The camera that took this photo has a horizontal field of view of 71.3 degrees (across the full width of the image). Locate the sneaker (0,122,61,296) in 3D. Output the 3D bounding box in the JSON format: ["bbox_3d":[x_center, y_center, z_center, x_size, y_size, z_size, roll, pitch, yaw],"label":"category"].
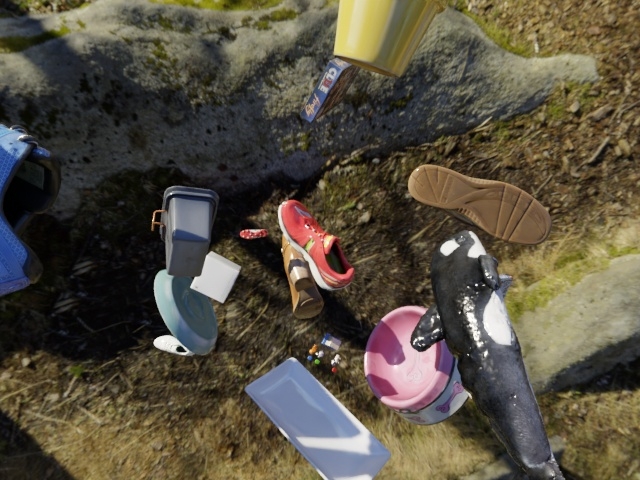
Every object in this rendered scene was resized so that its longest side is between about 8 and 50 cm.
[{"bbox_3d":[-0.350,-0.077,0.454,0.147,0.130,0.330,-11,64,-28],"label":"sneaker"}]

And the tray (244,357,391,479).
[{"bbox_3d":[-0.009,0.345,0.832,0.270,0.145,0.030,39,124,23],"label":"tray"}]

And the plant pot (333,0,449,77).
[{"bbox_3d":[0.140,-0.505,0.987,0.254,0.254,0.239,20,107,1],"label":"plant pot"}]

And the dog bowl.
[{"bbox_3d":[0.321,0.408,1.532,0.150,0.408,0.408,28,87,-34],"label":"dog bowl"}]

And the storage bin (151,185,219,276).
[{"bbox_3d":[-0.218,-0.007,0.713,0.098,0.135,0.091,5,50,-21],"label":"storage bin"}]

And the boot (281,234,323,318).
[{"bbox_3d":[-0.076,0.122,1.531,0.109,0.283,0.220,-19,49,-2],"label":"boot"}]

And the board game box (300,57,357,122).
[{"bbox_3d":[0.041,-0.432,1.236,0.042,0.243,0.165,36,126,0],"label":"board game box"}]

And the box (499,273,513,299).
[{"bbox_3d":[0.573,0.178,1.471,0.094,0.027,0.137,-2,117,-29],"label":"box"}]

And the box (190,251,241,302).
[{"bbox_3d":[-0.287,0.100,1.236,0.102,0.087,0.101,28,93,-7],"label":"box"}]

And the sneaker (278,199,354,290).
[{"bbox_3d":[0.000,0.000,1.178,0.107,0.118,0.279,-38,94,-35],"label":"sneaker"}]

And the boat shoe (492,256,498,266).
[{"bbox_3d":[0.517,0.119,1.494,0.228,0.076,0.080,-18,110,-19],"label":"boat shoe"}]

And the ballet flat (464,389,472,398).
[{"bbox_3d":[0.337,0.328,0.917,0.041,0.041,0.114,-42,61,-2],"label":"ballet flat"}]

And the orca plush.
[{"bbox_3d":[0.151,0.117,0.476,0.102,0.151,0.287,-14,64,12],"label":"orca plush"}]

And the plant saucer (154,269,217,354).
[{"bbox_3d":[-0.434,0.228,1.491,0.044,0.317,0.317,-30,87,6],"label":"plant saucer"}]

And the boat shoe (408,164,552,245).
[{"bbox_3d":[0.375,-0.087,1.074,0.342,0.123,0.123,20,96,7],"label":"boat shoe"}]

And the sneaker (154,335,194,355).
[{"bbox_3d":[-0.519,0.372,1.575,0.152,0.061,0.054,11,82,6],"label":"sneaker"}]

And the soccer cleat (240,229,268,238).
[{"bbox_3d":[-0.197,-0.019,1.334,0.083,0.035,0.029,-6,84,-3],"label":"soccer cleat"}]

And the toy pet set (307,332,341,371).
[{"bbox_3d":[0.016,0.393,1.600,0.122,0.065,0.114,33,76,-20],"label":"toy pet set"}]
